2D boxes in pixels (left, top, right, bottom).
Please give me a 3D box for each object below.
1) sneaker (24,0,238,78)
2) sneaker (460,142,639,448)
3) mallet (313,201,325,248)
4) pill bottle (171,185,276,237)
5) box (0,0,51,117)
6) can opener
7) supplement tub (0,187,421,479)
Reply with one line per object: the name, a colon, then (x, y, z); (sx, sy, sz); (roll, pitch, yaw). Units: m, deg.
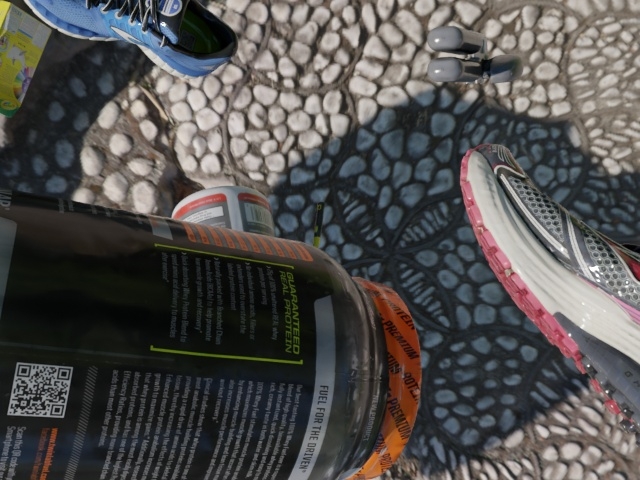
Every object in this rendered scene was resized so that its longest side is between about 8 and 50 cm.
sneaker: (-0.258, -0.337, 0.966); (0.330, 0.147, 0.130); (14, 84, -39)
sneaker: (0.207, 0.037, 0.481); (0.112, 0.121, 0.299); (-38, 62, 4)
mallet: (0.000, 0.000, 1.384); (0.062, 0.039, 0.190); (-7, 56, 34)
pill bottle: (-0.176, 0.091, 1.364); (0.210, 0.210, 0.363); (-11, 67, -3)
box: (-0.553, -0.315, 1.193); (0.043, 0.105, 0.179); (19, 86, 22)
can opener: (0.225, -0.257, 0.948); (0.095, 0.283, 0.076); (4, 104, 22)
supplement tub: (-0.110, 0.087, 0.492); (0.338, 0.207, 0.207); (11, 86, -26)
